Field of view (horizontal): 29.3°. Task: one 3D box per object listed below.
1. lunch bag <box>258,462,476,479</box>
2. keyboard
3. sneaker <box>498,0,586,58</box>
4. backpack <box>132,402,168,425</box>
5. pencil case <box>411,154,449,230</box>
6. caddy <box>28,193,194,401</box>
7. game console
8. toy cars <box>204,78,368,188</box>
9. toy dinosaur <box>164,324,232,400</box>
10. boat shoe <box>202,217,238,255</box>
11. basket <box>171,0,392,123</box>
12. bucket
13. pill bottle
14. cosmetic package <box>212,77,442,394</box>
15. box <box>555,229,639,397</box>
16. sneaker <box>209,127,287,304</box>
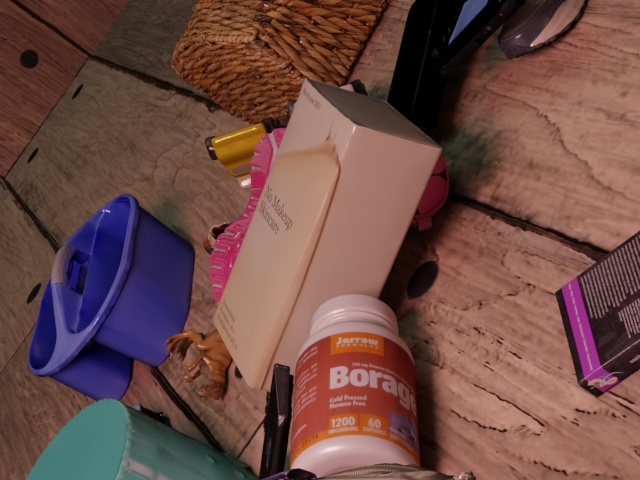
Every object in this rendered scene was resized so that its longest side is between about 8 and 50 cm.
[{"bbox_3d":[0.091,0.270,0.733,0.256,0.305,0.213,0,58,59],"label":"lunch bag"},{"bbox_3d":[-0.046,0.208,1.271,0.108,0.023,0.180,-98,14,-50],"label":"keyboard"},{"bbox_3d":[0.250,-0.339,1.424,0.110,0.122,0.283,-13,48,54],"label":"sneaker"},{"bbox_3d":[-0.257,0.276,1.589,0.114,0.084,0.105,-53,23,9],"label":"backpack"},{"bbox_3d":[0.063,-0.061,1.453,0.095,0.098,0.209,-21,11,-26],"label":"pencil case"},{"bbox_3d":[-0.331,0.080,1.850,0.241,0.179,0.341,-41,28,25],"label":"caddy"},{"bbox_3d":[0.158,-0.250,1.425,0.361,0.044,0.213,140,146,-67],"label":"game console"},{"bbox_3d":[-0.040,-0.140,1.708,0.176,0.087,0.393,-20,3,-36],"label":"toy cars"},{"bbox_3d":[-0.137,0.132,1.608,0.112,0.064,0.211,0,48,16],"label":"toy dinosaur"},{"bbox_3d":[-0.139,-0.007,1.783,0.137,0.043,0.049,-10,52,58],"label":"boat shoe"},{"bbox_3d":[-0.077,-0.333,1.878,0.299,0.213,0.223,1,60,60],"label":"basket"},{"bbox_3d":[-0.214,0.321,1.341,0.281,0.183,0.281,-40,29,28],"label":"bucket"},{"bbox_3d":[0.033,0.157,1.187,0.121,0.121,0.216,-40,30,29],"label":"pill bottle"},{"bbox_3d":[0.000,0.000,1.330,0.160,0.113,0.309,50,123,58],"label":"cosmetic package"},{"bbox_3d":[0.274,0.043,1.020,0.162,0.029,0.116,-42,29,28],"label":"box"},{"bbox_3d":[-0.054,-0.013,1.585,0.103,0.111,0.252,24,91,31],"label":"sneaker"}]
